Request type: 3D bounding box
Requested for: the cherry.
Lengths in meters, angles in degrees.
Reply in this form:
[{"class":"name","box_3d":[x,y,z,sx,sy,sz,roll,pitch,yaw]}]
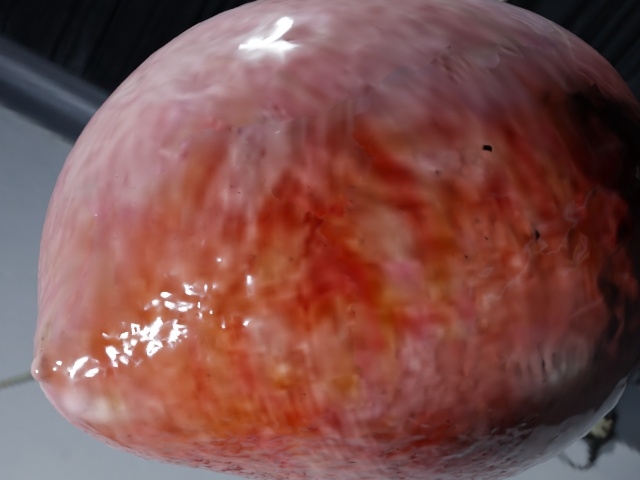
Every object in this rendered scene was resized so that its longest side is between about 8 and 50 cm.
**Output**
[{"class":"cherry","box_3d":[0.007,-0.007,0.527,0.239,0.239,0.206,19,89,-16]}]
